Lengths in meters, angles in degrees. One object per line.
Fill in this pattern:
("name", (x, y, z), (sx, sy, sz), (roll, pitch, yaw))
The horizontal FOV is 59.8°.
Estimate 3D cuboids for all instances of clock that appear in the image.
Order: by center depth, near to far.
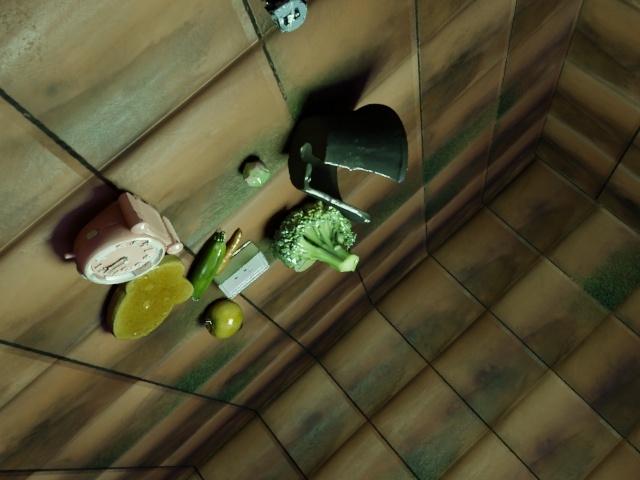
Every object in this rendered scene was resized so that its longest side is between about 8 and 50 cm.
("clock", (-0.513, 0.006, 1.408), (0.241, 0.142, 0.227), (-35, 157, 3))
("clock", (-0.289, 0.107, 1.999), (0.192, 0.071, 0.147), (-40, 156, -10))

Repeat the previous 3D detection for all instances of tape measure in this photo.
("tape measure", (-0.076, -0.535, 1.292), (0.091, 0.054, 0.094), (-40, 155, 5))

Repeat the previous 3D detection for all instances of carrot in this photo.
("carrot", (-0.315, 0.041, 1.885), (0.191, 0.047, 0.047), (-53, 155, 16))

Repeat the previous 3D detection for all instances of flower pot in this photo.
("flower pot", (0.052, -0.256, 1.701), (0.250, 0.380, 0.380), (4, 131, -33))

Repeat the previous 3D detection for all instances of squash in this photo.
("squash", (-0.380, 0.102, 1.841), (0.080, 0.071, 0.319), (-22, 149, -51))

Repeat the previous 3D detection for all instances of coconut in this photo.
("coconut", (-0.191, -0.196, 1.644), (0.082, 0.081, 0.083), (-14, 154, -28))

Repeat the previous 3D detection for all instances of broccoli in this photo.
("broccoli", (-0.008, -0.021, 2.010), (0.375, 0.301, 0.250), (-3, 96, -50))

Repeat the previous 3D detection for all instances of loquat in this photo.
("loquat", (-0.367, 0.300, 2.117), (0.163, 0.137, 0.163), (-27, 169, -6))

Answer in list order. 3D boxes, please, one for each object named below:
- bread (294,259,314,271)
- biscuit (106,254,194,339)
("bread", (-0.034, 0.059, 2.383), (0.193, 0.036, 0.112), (-48, 162, 1))
("biscuit", (-0.524, 0.170, 1.740), (0.287, 0.057, 0.344), (-18, 145, -45))
